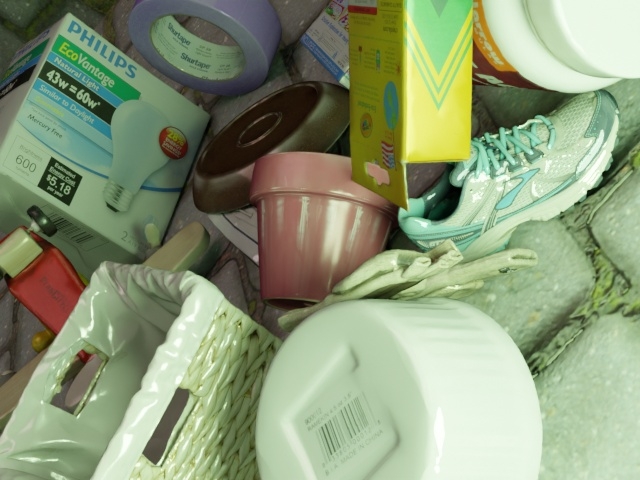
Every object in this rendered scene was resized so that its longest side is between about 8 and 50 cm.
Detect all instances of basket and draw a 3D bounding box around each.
[{"bbox_3d":[-0.193,0.231,1.379,0.331,0.266,0.328,4,64,59],"label":"basket"}]

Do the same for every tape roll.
[{"bbox_3d":[-0.214,-0.388,2.061,0.275,0.275,0.090,-17,46,50],"label":"tape roll"}]

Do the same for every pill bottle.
[{"bbox_3d":[0.246,-0.276,1.222,0.224,0.224,0.392,-56,18,-1],"label":"pill bottle"}]

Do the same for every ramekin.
[{"bbox_3d":[0.062,0.185,1.067,0.277,0.135,0.277,-12,74,45],"label":"ramekin"}]

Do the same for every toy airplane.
[{"bbox_3d":[-0.376,0.146,1.820,0.386,0.272,0.384,-3,61,12],"label":"toy airplane"}]

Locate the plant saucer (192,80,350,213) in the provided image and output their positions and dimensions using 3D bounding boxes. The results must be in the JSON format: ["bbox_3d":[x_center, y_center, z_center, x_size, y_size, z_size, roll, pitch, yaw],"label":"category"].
[{"bbox_3d":[-0.087,-0.162,1.767,0.311,0.050,0.310,-29,26,16],"label":"plant saucer"}]

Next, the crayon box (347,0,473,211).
[{"bbox_3d":[0.094,-0.206,1.222,0.202,0.081,0.318,-139,46,-69],"label":"crayon box"}]

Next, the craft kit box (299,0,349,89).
[{"bbox_3d":[0.089,-0.377,1.814,0.246,0.061,0.250,-52,28,12],"label":"craft kit box"}]

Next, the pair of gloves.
[{"bbox_3d":[0.093,0.044,1.183,0.204,0.240,0.042,-28,73,40],"label":"pair of gloves"}]

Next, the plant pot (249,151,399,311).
[{"bbox_3d":[0.000,0.000,1.422,0.201,0.201,0.180,-9,68,54],"label":"plant pot"}]

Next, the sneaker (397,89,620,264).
[{"bbox_3d":[0.205,-0.073,1.233,0.283,0.122,0.110,-43,30,22],"label":"sneaker"}]

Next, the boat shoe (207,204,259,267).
[{"bbox_3d":[-0.091,-0.014,1.685,0.084,0.095,0.258,-47,35,-3],"label":"boat shoe"}]

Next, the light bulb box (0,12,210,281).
[{"bbox_3d":[-0.451,-0.164,2.106,0.225,0.358,0.361,-18,47,47],"label":"light bulb box"}]
